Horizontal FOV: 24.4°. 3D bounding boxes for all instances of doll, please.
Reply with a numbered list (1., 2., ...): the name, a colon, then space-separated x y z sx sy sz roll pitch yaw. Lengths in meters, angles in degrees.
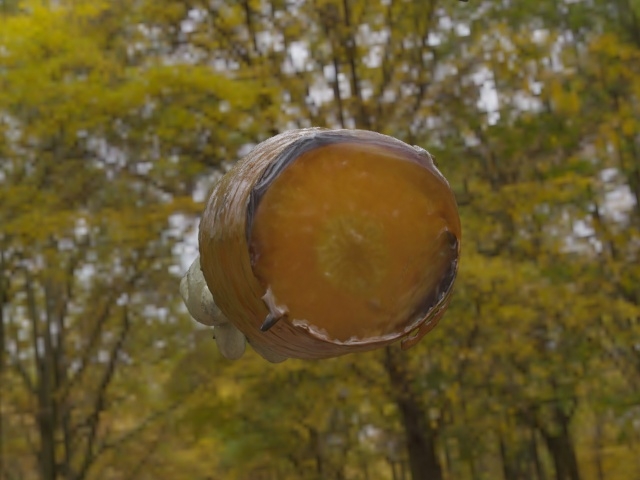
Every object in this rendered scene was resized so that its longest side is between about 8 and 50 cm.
1. doll: -0.115 0.094 2.299 0.149 0.175 0.278 -7 -33 31

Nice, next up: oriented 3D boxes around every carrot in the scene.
1. carrot: 0.000 0.000 1.380 0.224 0.224 0.341 -5 -3 -8
